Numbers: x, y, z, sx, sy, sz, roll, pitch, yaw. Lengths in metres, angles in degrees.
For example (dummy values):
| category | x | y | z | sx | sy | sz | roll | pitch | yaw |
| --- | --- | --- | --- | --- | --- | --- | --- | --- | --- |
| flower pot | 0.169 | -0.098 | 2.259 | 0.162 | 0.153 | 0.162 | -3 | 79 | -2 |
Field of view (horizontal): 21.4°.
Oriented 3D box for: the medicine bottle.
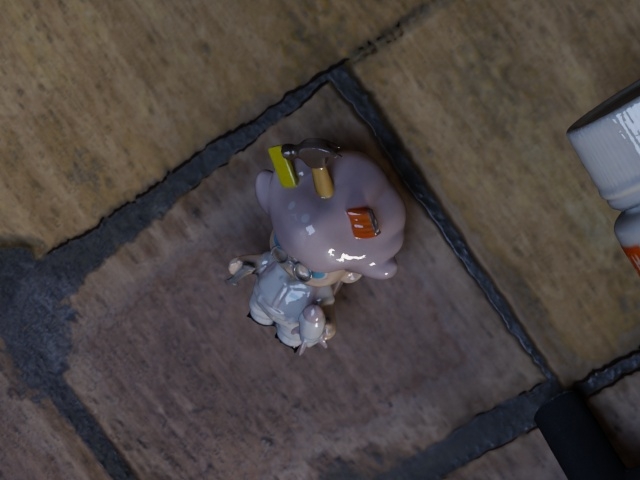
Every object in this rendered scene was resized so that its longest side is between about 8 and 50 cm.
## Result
| category | x | y | z | sx | sy | sz | roll | pitch | yaw |
| --- | --- | --- | --- | --- | --- | --- | --- | --- | --- |
| medicine bottle | 0.294 | -0.006 | 1.230 | 0.144 | 0.144 | 0.252 | -26 | 98 | 30 |

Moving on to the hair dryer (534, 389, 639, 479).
| category | x | y | z | sx | sy | sz | roll | pitch | yaw |
| --- | --- | --- | --- | --- | --- | --- | --- | --- | --- |
| hair dryer | 0.291 | 0.161 | 1.342 | 0.195 | 0.050 | 0.173 | -33 | 64 | 5 |

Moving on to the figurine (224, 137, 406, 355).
| category | x | y | z | sx | sy | sz | roll | pitch | yaw |
| --- | --- | --- | --- | --- | --- | --- | --- | --- | --- |
| figurine | 0.000 | 0.000 | 1.393 | 0.137 | 0.112 | 0.229 | 40 | 133 | 16 |
